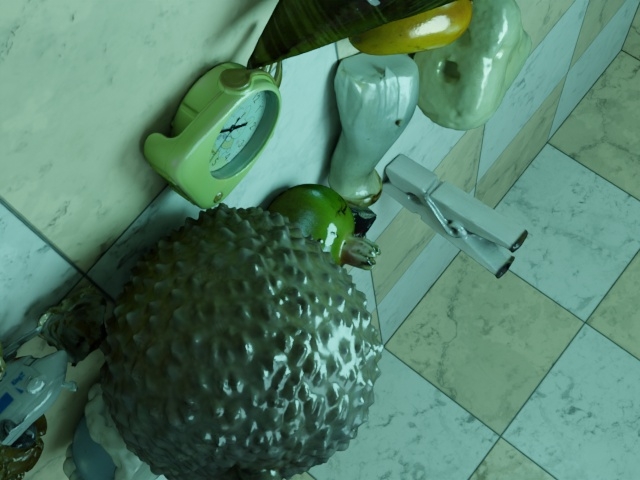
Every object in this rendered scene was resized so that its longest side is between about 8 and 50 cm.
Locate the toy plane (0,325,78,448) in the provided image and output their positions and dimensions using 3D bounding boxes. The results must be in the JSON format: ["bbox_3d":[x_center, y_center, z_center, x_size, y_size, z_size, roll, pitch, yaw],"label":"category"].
[{"bbox_3d":[-0.407,0.225,1.022,0.273,0.107,0.182,-44,170,-31],"label":"toy plane"}]

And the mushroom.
[{"bbox_3d":[0.072,-0.187,1.503,0.159,0.122,0.328,-6,143,-16],"label":"mushroom"}]

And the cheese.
[{"bbox_3d":[0.260,-0.331,1.570,0.247,0.174,0.251,-61,164,-6],"label":"cheese"}]

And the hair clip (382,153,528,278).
[{"bbox_3d":[0.277,-0.059,1.868,0.085,0.331,0.101,-46,162,-31],"label":"hair clip"}]

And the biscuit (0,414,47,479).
[{"bbox_3d":[-0.457,0.316,1.181,0.226,0.042,0.226,-48,162,-21],"label":"biscuit"}]

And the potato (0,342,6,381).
[{"bbox_3d":[-0.405,0.137,0.861,0.261,0.120,0.100,-35,148,-47],"label":"potato"}]

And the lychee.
[{"bbox_3d":[-0.115,0.151,1.177,0.380,0.432,0.380,-12,149,-7],"label":"lychee"}]

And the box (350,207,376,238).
[{"bbox_3d":[-0.032,0.051,1.698,0.310,0.084,0.198,-57,162,11],"label":"box"}]

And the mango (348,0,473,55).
[{"bbox_3d":[0.135,-0.332,1.321,0.219,0.145,0.112,-28,111,-28],"label":"mango"}]

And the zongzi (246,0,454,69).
[{"bbox_3d":[0.111,-0.359,1.164,0.432,0.208,0.403,-43,172,14],"label":"zongzi"}]

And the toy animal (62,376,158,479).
[{"bbox_3d":[-0.298,0.295,1.366,0.208,0.156,0.204,-39,157,-59],"label":"toy animal"}]

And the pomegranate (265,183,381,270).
[{"bbox_3d":[0.000,0.000,1.478,0.180,0.210,0.180,21,90,-77],"label":"pomegranate"}]

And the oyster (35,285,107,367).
[{"bbox_3d":[-0.317,0.111,1.132,0.103,0.051,0.148,-50,153,-29],"label":"oyster"}]

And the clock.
[{"bbox_3d":[-0.115,-0.157,1.118,0.232,0.069,0.170,-52,162,-8],"label":"clock"}]
